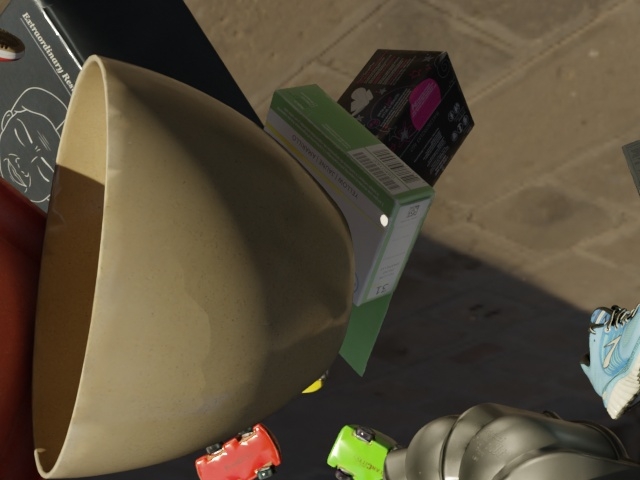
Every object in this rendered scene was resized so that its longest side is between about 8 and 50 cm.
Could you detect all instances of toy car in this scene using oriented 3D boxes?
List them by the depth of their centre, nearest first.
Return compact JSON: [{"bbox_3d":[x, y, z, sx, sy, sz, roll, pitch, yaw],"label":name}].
[{"bbox_3d":[0.006,0.208,1.079,0.225,0.239,0.053,28,-171,14],"label":"toy car"}]

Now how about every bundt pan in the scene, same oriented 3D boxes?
[{"bbox_3d":[0.129,0.287,0.843,0.124,0.331,0.331,26,148,-29],"label":"bundt pan"}]

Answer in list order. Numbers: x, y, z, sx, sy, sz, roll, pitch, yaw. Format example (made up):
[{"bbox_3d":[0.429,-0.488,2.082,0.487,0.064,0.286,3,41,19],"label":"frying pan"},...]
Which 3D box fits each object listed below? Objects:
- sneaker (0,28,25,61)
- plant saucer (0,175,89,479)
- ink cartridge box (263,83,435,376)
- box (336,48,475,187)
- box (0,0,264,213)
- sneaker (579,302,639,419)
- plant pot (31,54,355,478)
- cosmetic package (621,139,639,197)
[{"bbox_3d":[-0.321,-0.157,0.882,0.118,0.042,0.067,11,119,-5],"label":"sneaker"},{"bbox_3d":[-0.285,0.053,0.724,0.047,0.258,0.259,-23,128,31],"label":"plant saucer"},{"bbox_3d":[0.000,0.000,0.919,0.056,0.171,0.235,-17,140,-39],"label":"ink cartridge box"},{"bbox_3d":[0.109,-0.161,1.573,0.142,0.247,0.163,13,146,39],"label":"box"},{"bbox_3d":[-0.305,-0.123,1.297,0.395,0.293,0.212,-33,179,43],"label":"box"},{"bbox_3d":[0.242,0.077,0.796,0.063,0.073,0.162,-27,149,-26],"label":"sneaker"},{"bbox_3d":[-0.087,0.026,0.711,0.191,0.284,0.284,7,156,-21],"label":"plant pot"},{"bbox_3d":[0.472,-0.091,1.414,0.060,0.115,0.041,-19,139,18],"label":"cosmetic package"}]
